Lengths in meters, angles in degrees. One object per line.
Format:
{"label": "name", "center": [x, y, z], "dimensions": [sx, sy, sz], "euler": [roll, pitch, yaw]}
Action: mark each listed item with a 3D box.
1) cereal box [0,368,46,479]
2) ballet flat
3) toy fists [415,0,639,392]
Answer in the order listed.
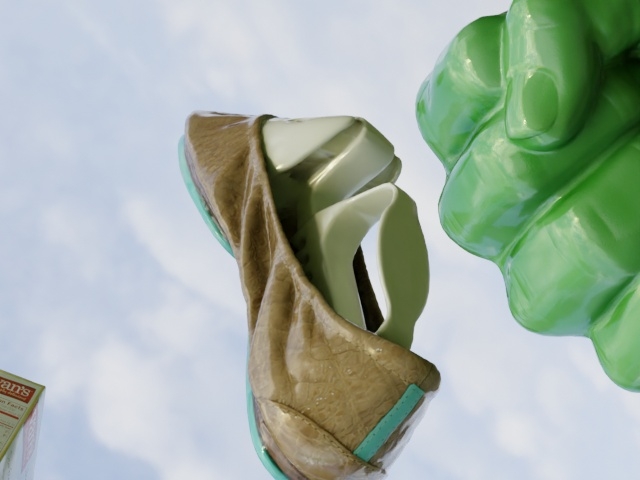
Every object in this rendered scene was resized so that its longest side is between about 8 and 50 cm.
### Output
{"label": "cereal box", "center": [-0.245, 0.218, 0.911], "dimensions": [0.047, 0.173, 0.240], "euler": [19, -140, 3]}
{"label": "ballet flat", "center": [0.000, 0.000, 0.856], "dimensions": [0.116, 0.124, 0.342], "euler": [37, -159, -31]}
{"label": "toy fists", "center": [0.083, -0.092, 0.452], "dimensions": [0.096, 0.142, 0.279], "euler": [105, 145, -82]}
